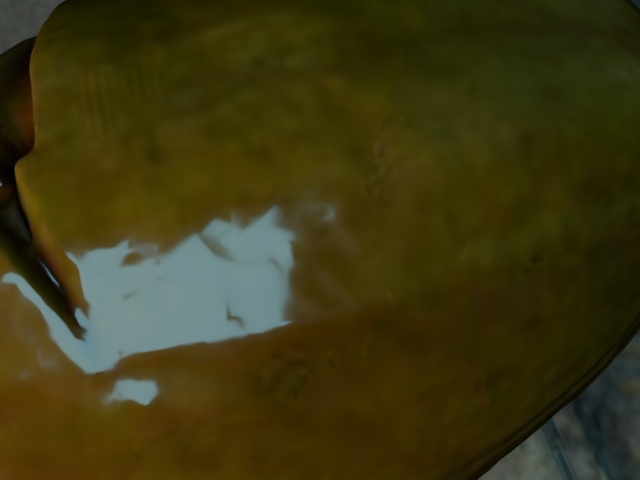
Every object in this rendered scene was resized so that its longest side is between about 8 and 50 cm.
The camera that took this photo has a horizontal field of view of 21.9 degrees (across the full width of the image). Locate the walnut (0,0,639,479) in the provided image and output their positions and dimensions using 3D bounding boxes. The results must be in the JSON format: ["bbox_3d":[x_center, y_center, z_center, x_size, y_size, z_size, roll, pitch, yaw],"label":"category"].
[{"bbox_3d":[0.000,0.000,0.556,0.336,0.209,0.209,-19,90,-12],"label":"walnut"}]
